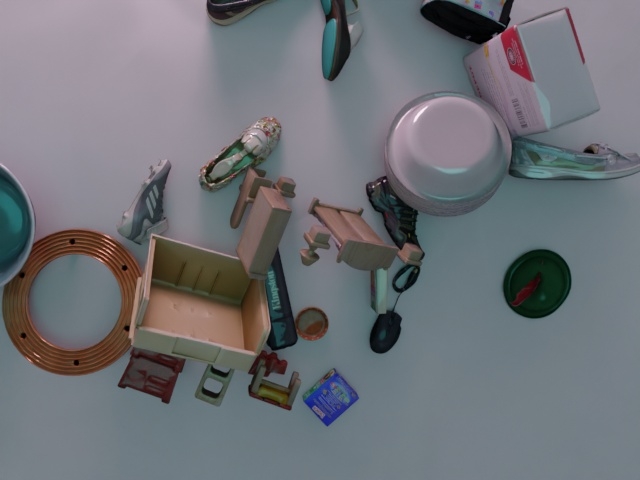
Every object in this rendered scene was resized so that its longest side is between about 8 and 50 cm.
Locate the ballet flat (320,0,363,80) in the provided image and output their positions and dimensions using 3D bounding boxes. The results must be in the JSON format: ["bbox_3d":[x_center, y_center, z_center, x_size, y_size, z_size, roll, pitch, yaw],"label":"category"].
[{"bbox_3d":[0.048,-0.510,1.466,0.096,0.095,0.281,-6,96,-17],"label":"ballet flat"}]

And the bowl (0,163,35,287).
[{"bbox_3d":[-0.758,-0.042,1.396,0.311,0.163,0.312,-1,96,-5],"label":"bowl"}]

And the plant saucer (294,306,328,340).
[{"bbox_3d":[-0.022,0.204,1.562,0.083,0.013,0.084,-1,95,-6],"label":"plant saucer"}]

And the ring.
[{"bbox_3d":[-0.563,0.141,1.471,0.336,0.032,0.337,0,86,2],"label":"ring"}]

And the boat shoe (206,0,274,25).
[{"bbox_3d":[-0.135,-0.589,1.438,0.285,0.092,0.103,-32,97,-2],"label":"boat shoe"}]

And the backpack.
[{"bbox_3d":[0.327,-0.544,1.449,0.188,0.166,0.145,11,93,-9],"label":"backpack"}]

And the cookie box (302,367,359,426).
[{"bbox_3d":[0.025,0.386,1.570,0.107,0.040,0.092,-41,98,-1],"label":"cookie box"}]

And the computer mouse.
[{"bbox_3d":[0.186,0.167,1.565,0.071,0.041,0.242,21,92,-6],"label":"computer mouse"}]

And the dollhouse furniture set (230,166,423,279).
[{"bbox_3d":[0.000,0.000,1.475,0.355,0.303,0.174,11,115,-29],"label":"dollhouse furniture set"}]

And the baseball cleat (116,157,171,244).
[{"bbox_3d":[-0.385,-0.086,1.484,0.109,0.072,0.206,33,96,-21],"label":"baseball cleat"}]

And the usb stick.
[{"bbox_3d":[-0.116,0.126,1.530,0.077,0.045,0.278,-12,96,-3],"label":"usb stick"}]

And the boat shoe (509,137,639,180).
[{"bbox_3d":[0.617,-0.199,1.536,0.320,0.118,0.103,0,100,1],"label":"boat shoe"}]

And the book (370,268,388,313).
[{"bbox_3d":[0.138,0.095,1.526,0.035,0.096,0.144,-1,94,-5],"label":"book"}]

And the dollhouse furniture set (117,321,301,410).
[{"bbox_3d":[-0.247,0.297,1.458,0.373,0.201,0.152,23,93,-8],"label":"dollhouse furniture set"}]

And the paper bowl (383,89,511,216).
[{"bbox_3d":[0.287,-0.208,1.442,0.284,0.148,0.285,-1,73,3],"label":"paper bowl"}]

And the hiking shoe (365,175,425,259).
[{"bbox_3d":[0.205,-0.060,1.523,0.114,0.086,0.227,-31,96,2],"label":"hiking shoe"}]

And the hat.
[{"bbox_3d":[0.545,0.126,1.522,0.208,0.183,0.173,-41,98,-1],"label":"hat"}]

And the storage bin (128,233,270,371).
[{"bbox_3d":[-0.258,0.134,1.363,0.262,0.260,0.123,17,116,-20],"label":"storage bin"}]

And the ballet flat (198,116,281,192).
[{"bbox_3d":[-0.183,-0.196,1.479,0.241,0.077,0.091,-43,96,-1],"label":"ballet flat"}]

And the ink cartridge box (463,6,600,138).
[{"bbox_3d":[0.453,-0.352,1.408,0.131,0.306,0.226,-22,98,-3],"label":"ink cartridge box"}]
